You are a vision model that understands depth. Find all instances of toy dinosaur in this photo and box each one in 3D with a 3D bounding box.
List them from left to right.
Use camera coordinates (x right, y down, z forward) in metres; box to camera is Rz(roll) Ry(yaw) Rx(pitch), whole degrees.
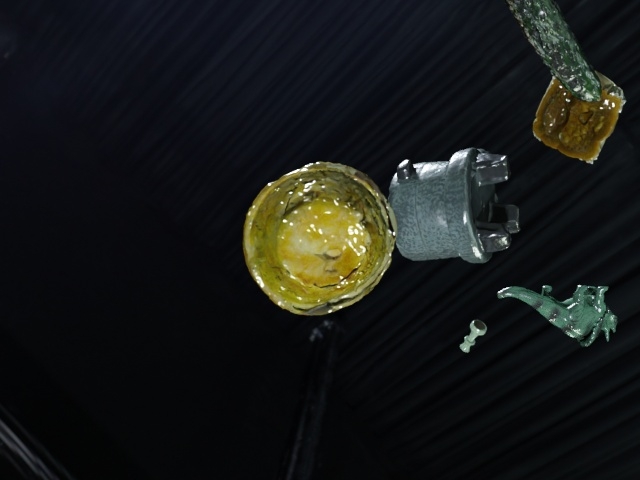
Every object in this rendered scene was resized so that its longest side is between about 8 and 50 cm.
[{"bbox_3d":[0.470,0.117,1.430,0.292,0.120,0.079,29,174,-27],"label":"toy dinosaur"}]

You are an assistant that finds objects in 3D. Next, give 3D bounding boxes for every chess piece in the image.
[{"bbox_3d":[0.378,0.245,1.900,0.042,0.093,0.042,17,-147,-11],"label":"chess piece"}]

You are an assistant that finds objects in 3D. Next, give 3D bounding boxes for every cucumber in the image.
[{"bbox_3d":[0.334,-0.301,1.104,0.293,0.067,0.068,46,-157,-31],"label":"cucumber"}]

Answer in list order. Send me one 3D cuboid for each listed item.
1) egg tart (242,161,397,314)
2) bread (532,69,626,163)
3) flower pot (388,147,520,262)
[{"bbox_3d":[0.000,0.001,1.002,0.212,0.212,0.090,46,-177,-10],"label":"egg tart"},{"bbox_3d":[0.646,-0.318,1.902,0.192,0.210,0.110,28,-141,13],"label":"bread"},{"bbox_3d":[0.340,-0.096,1.859,0.299,0.282,0.299,12,-103,-60],"label":"flower pot"}]
